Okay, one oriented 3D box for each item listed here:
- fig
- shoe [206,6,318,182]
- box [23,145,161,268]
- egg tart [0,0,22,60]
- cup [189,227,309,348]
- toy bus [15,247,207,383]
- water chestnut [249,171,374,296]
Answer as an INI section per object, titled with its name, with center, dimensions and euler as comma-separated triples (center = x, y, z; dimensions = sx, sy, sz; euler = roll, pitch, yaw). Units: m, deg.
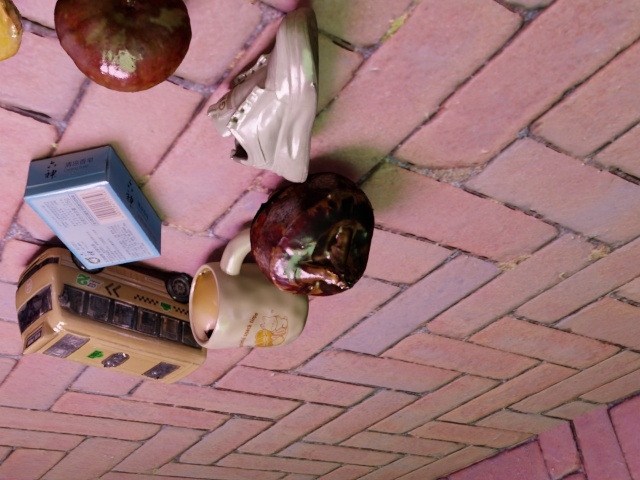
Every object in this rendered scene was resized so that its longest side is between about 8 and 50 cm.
[fig]
center = -0.249, -0.262, 0.899
dimensions = 0.160, 0.231, 0.143
euler = 2, 102, -15
[shoe]
center = -0.084, -0.199, 1.006
dimensions = 0.159, 0.124, 0.316
euler = 2, 146, -1
[box]
center = -0.379, -0.049, 1.204
dimensions = 0.143, 0.083, 0.232
euler = -11, 147, 6
[egg tart]
center = -0.482, -0.257, 0.782
dimensions = 0.288, 0.118, 0.288
euler = 8, 158, 3
[cup]
center = -0.137, 0.089, 1.410
dimensions = 0.202, 0.255, 0.173
euler = 3, -174, -31
[toy bus]
center = -0.405, 0.154, 1.396
dimensions = 0.365, 0.201, 0.177
euler = 24, 137, -37
[water chestnut]
center = 0.000, 0.000, 1.217
dimensions = 0.224, 0.238, 0.223
euler = -19, 128, -27
